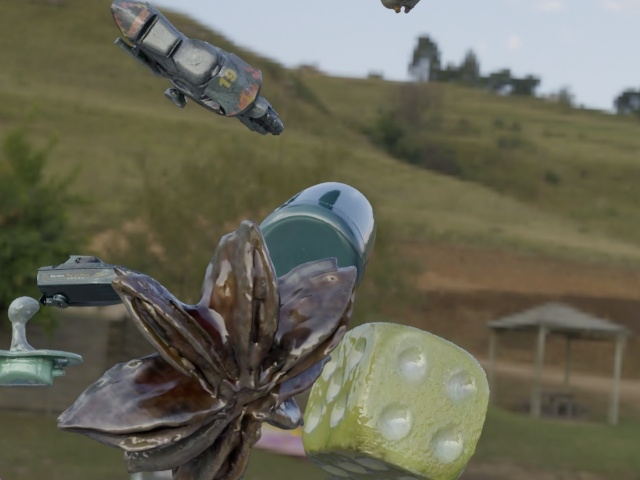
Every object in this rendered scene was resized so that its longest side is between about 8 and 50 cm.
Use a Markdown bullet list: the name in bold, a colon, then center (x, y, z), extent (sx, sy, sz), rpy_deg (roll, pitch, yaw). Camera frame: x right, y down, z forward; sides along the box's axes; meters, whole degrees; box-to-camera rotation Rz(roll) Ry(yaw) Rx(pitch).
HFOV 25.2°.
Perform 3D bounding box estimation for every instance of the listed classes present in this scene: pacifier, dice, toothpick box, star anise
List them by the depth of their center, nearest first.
- **star anise**: center (-0.076, 0.092, 1.008), extent (0.229, 0.236, 0.093), rpy_deg (-15, 42, -24)
- **toothpick box**: center (0.000, 0.000, 1.556), extent (0.120, 0.120, 0.184), rpy_deg (3, 16, 11)
- **dice**: center (0.088, 0.207, 1.726), extent (0.166, 0.169, 0.169), rpy_deg (26, -23, -16)
- **pacifier**: center (-0.378, 0.131, 1.838), extent (0.150, 0.117, 0.127), rpy_deg (-3, -17, 4)

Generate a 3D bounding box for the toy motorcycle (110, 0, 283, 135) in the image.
- **toy motorcycle**: center (-0.187, -0.264, 2.213), extent (0.307, 0.108, 0.173), rpy_deg (34, -8, 9)

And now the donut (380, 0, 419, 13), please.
- **donut**: center (0.181, -0.544, 2.261), extent (0.142, 0.382, 0.382), rpy_deg (32, -10, -7)

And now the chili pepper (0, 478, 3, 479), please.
- **chili pepper**: center (-0.318, 0.257, 1.227), extent (0.252, 0.136, 0.144), rpy_deg (31, 16, 25)

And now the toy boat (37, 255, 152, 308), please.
- **toy boat**: center (-0.258, 0.049, 1.661), extent (0.141, 0.060, 0.055), rpy_deg (-2, -35, 24)
